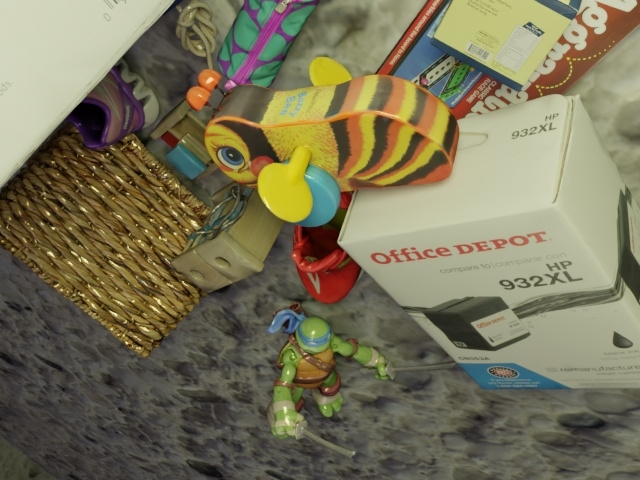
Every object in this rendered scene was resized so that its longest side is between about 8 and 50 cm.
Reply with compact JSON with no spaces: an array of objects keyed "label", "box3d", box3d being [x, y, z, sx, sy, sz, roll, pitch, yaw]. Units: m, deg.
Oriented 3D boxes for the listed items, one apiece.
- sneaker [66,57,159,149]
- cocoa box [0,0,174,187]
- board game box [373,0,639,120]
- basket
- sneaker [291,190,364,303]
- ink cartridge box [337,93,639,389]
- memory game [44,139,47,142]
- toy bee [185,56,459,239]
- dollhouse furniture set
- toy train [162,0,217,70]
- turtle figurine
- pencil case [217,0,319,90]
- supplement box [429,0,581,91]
[{"label":"sneaker","box3d":[-0.287,-0.197,0.772,0.095,0.104,0.236,-7,131,40]},{"label":"cocoa box","box3d":[-0.285,-0.147,0.421,0.228,0.347,0.231,10,150,50]},{"label":"board game box","box3d":[0.155,-0.171,0.598,0.145,0.027,0.281,31,144,-7]},{"label":"basket","box3d":[-0.290,-0.022,0.995,0.299,0.223,0.213,44,176,-23]},{"label":"sneaker","box3d":[0.000,0.000,0.824,0.107,0.118,0.279,19,143,11]},{"label":"ink cartridge box","box3d":[0.201,0.026,0.695,0.223,0.129,0.307,-10,138,41]},{"label":"memory game","box3d":[-0.422,-0.196,0.894,0.186,0.012,0.186,21,132,25]},{"label":"toy bee","box3d":[-0.039,-0.086,0.620,0.298,0.195,0.162,-27,126,17]},{"label":"dollhouse furniture set","box3d":[-0.149,-0.051,0.844,0.183,0.129,0.129,42,141,-21]},{"label":"toy train","box3d":[-0.180,-0.262,0.641,0.143,0.105,0.248,25,147,23]},{"label":"turtle figurine","box3d":[0.015,0.245,1.053,0.274,0.198,0.266,27,148,6]},{"label":"pencil case","box3d":[-0.047,-0.205,0.642,0.064,0.070,0.152,26,146,-13]},{"label":"supplement box","box3d":[0.143,-0.176,0.525,0.083,0.056,0.083,28,144,-1]}]
